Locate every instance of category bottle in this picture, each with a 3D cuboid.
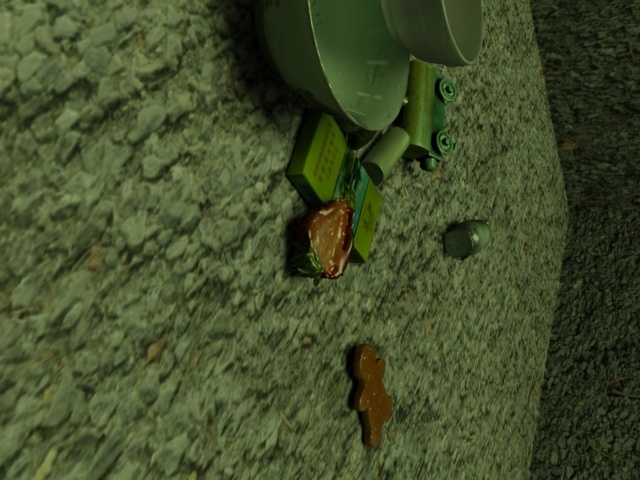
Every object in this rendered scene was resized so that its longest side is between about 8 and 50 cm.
[{"bbox_3d":[0.158,-0.209,1.686,0.201,0.072,0.072,-53,132,-48],"label":"bottle"}]

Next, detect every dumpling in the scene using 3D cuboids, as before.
[{"bbox_3d":[0.089,-0.271,1.495,0.092,0.176,0.150,27,38,-31],"label":"dumpling"}]

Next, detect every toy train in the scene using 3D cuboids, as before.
[{"bbox_3d":[0.273,-0.344,1.887,0.189,0.126,0.308,14,73,-26],"label":"toy train"}]

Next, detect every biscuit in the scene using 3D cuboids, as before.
[{"bbox_3d":[0.114,0.348,1.601,0.165,0.036,0.250,-54,136,-49],"label":"biscuit"}]

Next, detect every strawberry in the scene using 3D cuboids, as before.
[{"bbox_3d":[-0.002,0.002,1.372,0.140,0.085,0.193,11,75,-41],"label":"strawberry"}]

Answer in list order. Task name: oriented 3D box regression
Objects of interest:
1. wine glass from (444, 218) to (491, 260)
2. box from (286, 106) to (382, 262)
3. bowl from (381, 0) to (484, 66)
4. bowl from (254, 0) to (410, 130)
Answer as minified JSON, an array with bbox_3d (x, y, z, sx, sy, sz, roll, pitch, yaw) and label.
[{"bbox_3d":[0.477,-0.009,2.192,0.204,0.111,0.111,-22,106,-54],"label":"wine glass"},{"bbox_3d":[0.041,-0.114,1.500,0.335,0.047,0.187,53,44,-46],"label":"box"},{"bbox_3d":[0.213,-0.479,1.339,0.287,0.143,0.287,8,81,-60],"label":"bowl"},{"bbox_3d":[0.001,-0.414,1.301,0.434,0.195,0.435,10,78,-60],"label":"bowl"}]
